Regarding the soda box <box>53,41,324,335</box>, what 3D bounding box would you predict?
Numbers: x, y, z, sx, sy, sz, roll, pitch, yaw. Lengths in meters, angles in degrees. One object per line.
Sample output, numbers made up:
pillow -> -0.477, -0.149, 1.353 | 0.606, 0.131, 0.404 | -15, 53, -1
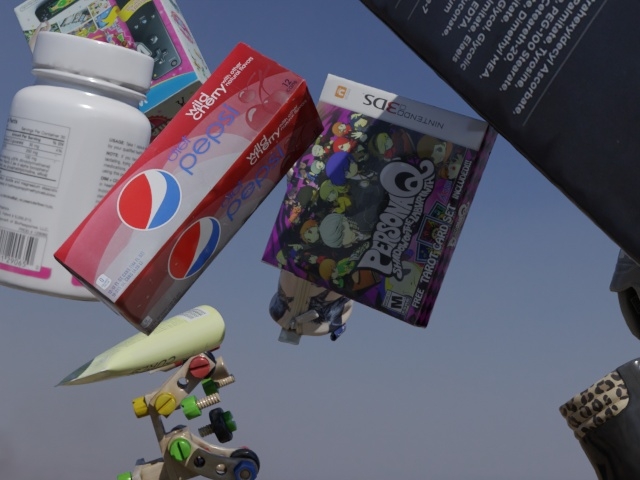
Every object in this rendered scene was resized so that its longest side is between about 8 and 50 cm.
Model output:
soda box -> -0.114, -0.048, 0.989 | 0.083, 0.263, 0.092 | 33, -14, 25

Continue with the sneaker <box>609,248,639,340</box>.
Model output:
sneaker -> 0.401, 0.077, 1.162 | 0.228, 0.132, 0.086 | 28, -15, -10

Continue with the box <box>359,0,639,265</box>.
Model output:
box -> 0.329, -0.213, 0.942 | 0.479, 0.472, 0.297 | 3, -53, -46

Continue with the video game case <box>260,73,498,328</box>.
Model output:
video game case -> 0.062, -0.048, 1.201 | 0.210, 0.232, 0.042 | 22, 4, 29

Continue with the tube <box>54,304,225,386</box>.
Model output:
tube -> -0.217, 0.140, 1.362 | 0.062, 0.070, 0.240 | 35, 28, 24

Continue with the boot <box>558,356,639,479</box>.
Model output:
boot -> 0.536, 0.279, 1.501 | 0.377, 0.284, 0.138 | -35, -25, 23

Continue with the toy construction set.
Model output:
toy construction set -> -0.261, 0.315, 1.897 | 0.237, 0.258, 0.309 | -23, 31, 0

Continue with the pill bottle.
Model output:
pill bottle -> -0.283, -0.083, 1.238 | 0.160, 0.283, 0.160 | 13, 2, 0

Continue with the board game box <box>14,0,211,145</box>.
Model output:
board game box -> -0.310, -0.283, 1.661 | 0.224, 0.303, 0.097 | -31, -24, 8

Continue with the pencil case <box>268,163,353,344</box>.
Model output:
pencil case -> 0.000, 0.000, 1.956 | 0.159, 0.184, 0.410 | 11, -47, 3
